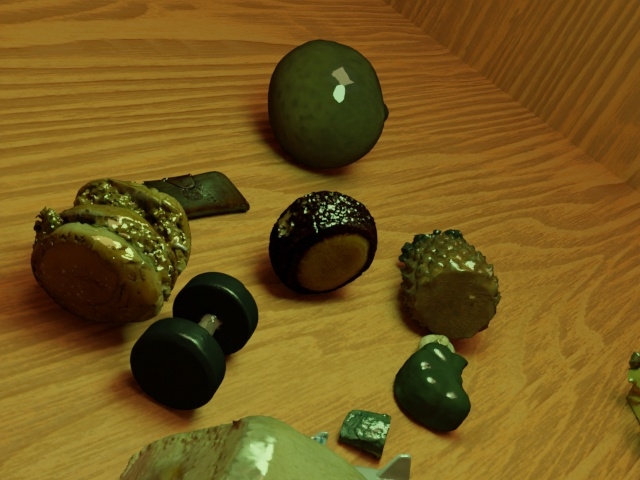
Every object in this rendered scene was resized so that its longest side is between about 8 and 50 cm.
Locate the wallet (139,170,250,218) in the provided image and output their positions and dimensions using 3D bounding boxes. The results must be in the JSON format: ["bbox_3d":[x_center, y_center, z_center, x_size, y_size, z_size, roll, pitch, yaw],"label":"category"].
[{"bbox_3d":[-0.286,-0.099,1.838,0.255,0.031,0.137,-13,51,-48],"label":"wallet"}]

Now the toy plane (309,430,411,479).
[{"bbox_3d":[0.010,0.384,1.253,0.267,0.122,0.267,-1,23,0],"label":"toy plane"}]

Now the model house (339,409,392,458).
[{"bbox_3d":[0.080,0.341,1.486,0.083,0.066,0.078,13,42,8],"label":"model house"}]

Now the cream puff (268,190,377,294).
[{"bbox_3d":[0.000,0.000,1.731,0.239,0.239,0.165,5,41,-34],"label":"cream puff"}]

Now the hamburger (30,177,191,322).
[{"bbox_3d":[-0.363,0.020,1.414,0.260,0.245,0.211,43,36,-21],"label":"hamburger"}]

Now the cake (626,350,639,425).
[{"bbox_3d":[0.841,0.370,1.884,0.286,0.222,0.227,17,32,-18],"label":"cake"}]

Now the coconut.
[{"bbox_3d":[-0.081,0.410,0.944,0.405,0.404,0.404,21,32,-14],"label":"coconut"}]

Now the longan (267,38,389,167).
[{"bbox_3d":[0.022,-0.357,2.196,0.361,0.361,0.361,21,32,-14],"label":"longan"}]

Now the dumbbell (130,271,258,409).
[{"bbox_3d":[-0.207,0.165,1.405,0.152,0.152,0.218,30,31,1],"label":"dumbbell"}]

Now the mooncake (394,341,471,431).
[{"bbox_3d":[0.234,0.287,1.636,0.168,0.104,0.175,9,39,-39],"label":"mooncake"}]

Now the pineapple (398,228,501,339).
[{"bbox_3d":[0.283,0.064,1.922,0.223,0.223,0.357,22,21,-11],"label":"pineapple"}]

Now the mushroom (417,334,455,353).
[{"bbox_3d":[0.246,0.233,1.752,0.084,0.067,0.083,16,40,-14],"label":"mushroom"}]
